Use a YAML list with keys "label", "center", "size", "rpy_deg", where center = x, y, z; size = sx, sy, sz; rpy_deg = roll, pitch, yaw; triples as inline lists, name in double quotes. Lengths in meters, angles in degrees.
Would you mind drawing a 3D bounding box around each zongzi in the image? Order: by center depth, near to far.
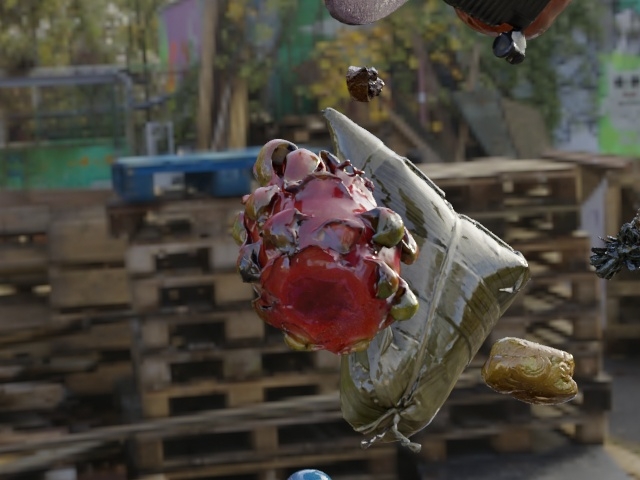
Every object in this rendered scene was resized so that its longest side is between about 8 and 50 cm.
- label: "zongzi"
  center: [0.054, 0.083, 2.271]
  size: [0.500, 0.467, 0.218]
  rpy_deg: [-52, 3, -34]

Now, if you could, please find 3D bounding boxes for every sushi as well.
- label: "sushi"
  center: [0.061, -0.213, 1.848]
  size: [0.047, 0.050, 0.099]
  rpy_deg: [-4, 6, 11]

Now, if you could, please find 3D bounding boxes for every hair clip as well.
- label: "hair clip"
  center: [0.076, -0.317, 1.494]
  size: [0.096, 0.110, 0.358]
  rpy_deg: [40, 35, 2]

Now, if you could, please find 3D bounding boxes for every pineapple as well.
- label: "pineapple"
  center: [0.392, -0.004, 1.667]
  size: [0.074, 0.074, 0.159]
  rpy_deg: [-8, -23, -38]

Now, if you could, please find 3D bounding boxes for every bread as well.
- label: "bread"
  center: [0.177, 0.111, 1.157]
  size: [0.083, 0.046, 0.081]
  rpy_deg: [30, -21, -35]

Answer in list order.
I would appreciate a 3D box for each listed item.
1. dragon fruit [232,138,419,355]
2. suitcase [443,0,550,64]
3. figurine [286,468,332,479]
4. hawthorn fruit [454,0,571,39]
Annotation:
- label: "dragon fruit"
  center: [0.000, 0.000, 1.782]
  size: [0.228, 0.307, 0.243]
  rpy_deg: [-23, -3, 0]
- label: "suitcase"
  center: [0.172, -0.354, 1.195]
  size: [0.230, 0.335, 0.152]
  rpy_deg: [18, 32, -37]
- label: "figurine"
  center: [-0.044, 0.467, 1.526]
  size: [0.298, 0.243, 0.416]
  rpy_deg: [25, 33, -13]
- label: "hawthorn fruit"
  center: [0.260, -0.410, 1.956]
  size: [0.207, 0.207, 0.243]
  rpy_deg: [1, -18, 30]
